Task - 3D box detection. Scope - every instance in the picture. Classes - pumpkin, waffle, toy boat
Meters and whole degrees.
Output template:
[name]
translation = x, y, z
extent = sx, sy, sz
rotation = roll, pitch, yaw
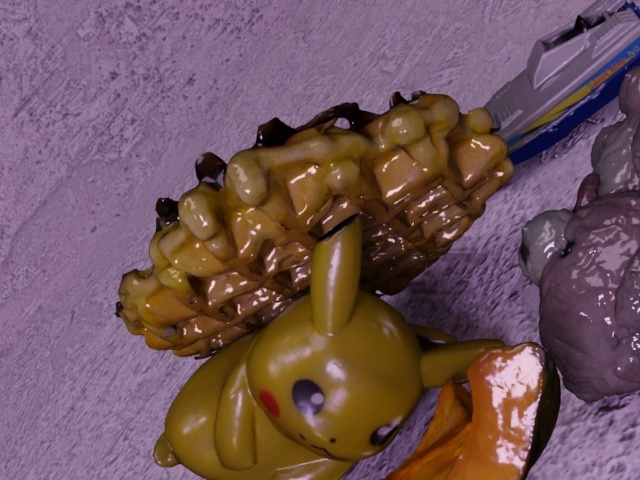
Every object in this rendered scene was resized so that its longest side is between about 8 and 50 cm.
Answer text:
[pumpkin]
translation = 0.060, 0.195, 0.899
extent = 0.258, 0.095, 0.290
rotation = -44, -5, -8
[waffle]
translation = 0.000, 0.000, 1.172
extent = 0.379, 0.095, 0.382
rotation = -15, -23, -26
[toy boat]
translation = 0.234, -0.154, 1.342
extent = 0.295, 0.088, 0.129
rotation = -38, 21, 19

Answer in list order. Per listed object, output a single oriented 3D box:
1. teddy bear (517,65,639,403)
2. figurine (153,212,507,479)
[teddy bear]
translation = 0.246, -0.005, 0.943
extent = 0.267, 0.151, 0.236
rotation = -52, -17, -27
[figurine]
translation = 0.001, 0.137, 1.115
extent = 0.327, 0.218, 0.169
rotation = -35, 34, 45
